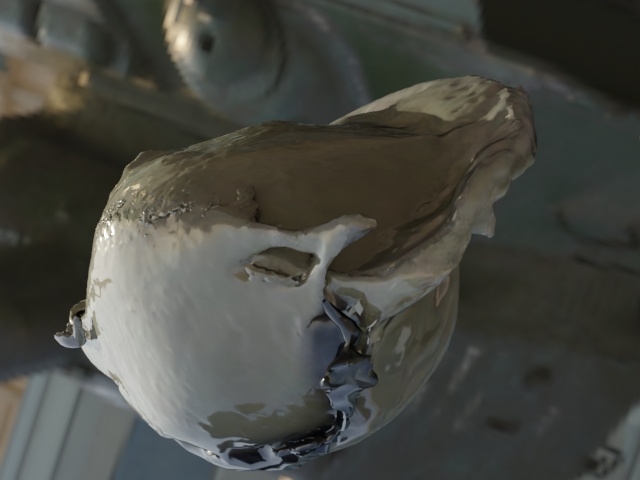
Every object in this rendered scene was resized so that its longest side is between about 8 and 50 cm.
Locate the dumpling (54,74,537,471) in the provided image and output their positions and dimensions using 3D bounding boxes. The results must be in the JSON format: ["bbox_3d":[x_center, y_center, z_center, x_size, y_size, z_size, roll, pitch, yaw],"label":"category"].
[{"bbox_3d":[0.001,0.018,0.888,0.204,0.163,0.293,-16,180,-40],"label":"dumpling"}]
